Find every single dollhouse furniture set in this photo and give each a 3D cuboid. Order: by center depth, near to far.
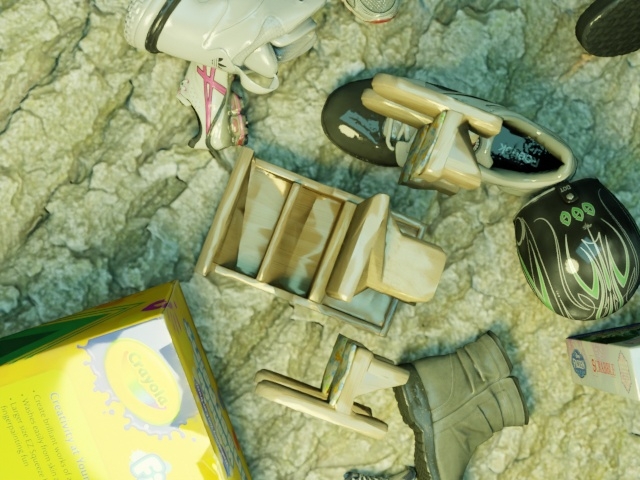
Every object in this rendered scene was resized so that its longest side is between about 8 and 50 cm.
[{"bbox_3d":[0.000,0.000,1.727,0.256,0.394,0.362,21,87,-3],"label":"dollhouse furniture set"}]

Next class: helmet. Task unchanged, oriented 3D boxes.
[{"bbox_3d":[0.329,0.018,1.874,0.169,0.169,0.162,-22,73,-4],"label":"helmet"}]

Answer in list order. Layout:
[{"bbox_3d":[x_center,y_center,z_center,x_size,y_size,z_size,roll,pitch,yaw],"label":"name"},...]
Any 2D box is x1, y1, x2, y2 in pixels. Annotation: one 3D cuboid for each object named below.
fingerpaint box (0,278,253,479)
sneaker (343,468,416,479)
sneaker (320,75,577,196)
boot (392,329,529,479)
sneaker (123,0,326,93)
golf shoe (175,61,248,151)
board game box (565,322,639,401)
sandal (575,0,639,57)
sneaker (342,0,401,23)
[{"bbox_3d":[-0.270,0.319,1.756,0.371,0.163,0.445,-19,103,5],"label":"fingerpaint box"},{"bbox_3d":[0.056,0.317,1.897,0.135,0.052,0.058,-25,86,-4],"label":"sneaker"},{"bbox_3d":[0.166,-0.137,1.869,0.330,0.146,0.122,12,89,-2],"label":"sneaker"},{"bbox_3d":[0.196,0.248,1.896,0.161,0.083,0.247,-15,91,-10],"label":"boot"},{"bbox_3d":[-0.071,-0.350,1.831,0.210,0.137,0.366,28,71,2],"label":"sneaker"},{"bbox_3d":[-0.145,-0.205,1.886,0.086,0.067,0.186,-10,90,-3],"label":"golf shoe"},{"bbox_3d":[0.486,0.121,1.796,0.318,0.318,0.066,-11,89,-5],"label":"board game box"},{"bbox_3d":[0.494,-0.376,1.907,0.445,0.167,0.107,-32,66,-11],"label":"sandal"},{"bbox_3d":[0.052,-0.385,1.890,0.088,0.093,0.225,-12,90,-4],"label":"sneaker"}]
